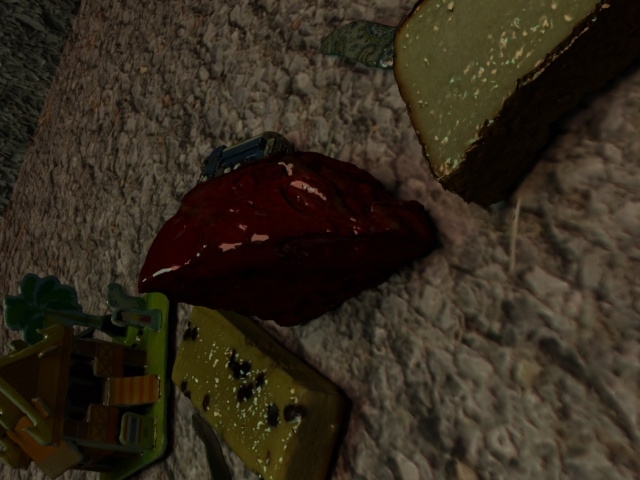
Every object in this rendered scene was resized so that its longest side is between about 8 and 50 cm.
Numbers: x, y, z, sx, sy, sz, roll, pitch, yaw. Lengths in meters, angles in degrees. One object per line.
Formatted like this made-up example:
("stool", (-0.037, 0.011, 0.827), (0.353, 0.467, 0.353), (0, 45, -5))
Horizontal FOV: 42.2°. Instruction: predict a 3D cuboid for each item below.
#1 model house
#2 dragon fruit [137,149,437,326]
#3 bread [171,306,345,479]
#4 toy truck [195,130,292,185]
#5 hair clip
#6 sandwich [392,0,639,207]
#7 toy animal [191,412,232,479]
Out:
("model house", (-0.428, 0.197, 1.384), (0.242, 0.312, 0.358), (-33, 47, 41))
("dragon fruit", (0.000, 0.000, 1.018), (0.330, 0.240, 0.302), (-4, 41, 33))
("bread", (-0.093, 0.196, 1.096), (0.361, 0.077, 0.138), (27, 98, 57))
("toy truck", (-0.119, -0.117, 1.295), (0.201, 0.074, 0.088), (-10, 61, 54))
("hair clip", (0.052, -0.273, 1.154), (0.229, 0.036, 0.066), (26, 90, 57))
("sandwich", (0.203, -0.222, 0.849), (0.301, 0.099, 0.271), (-49, 34, 36))
("toy animal", (-0.105, 0.316, 1.034), (0.075, 0.041, 0.217), (-15, 93, 39))
